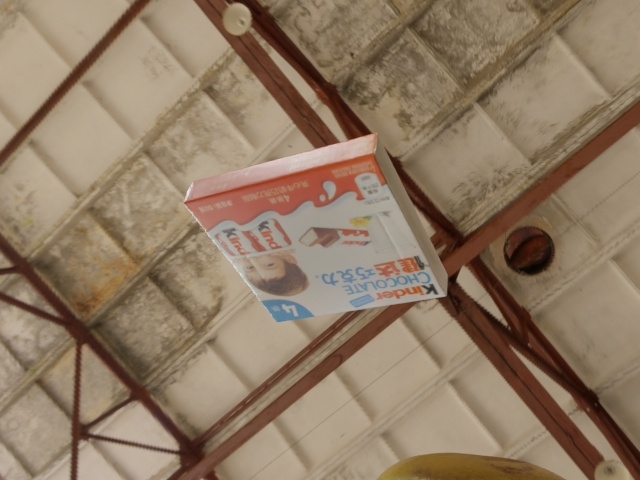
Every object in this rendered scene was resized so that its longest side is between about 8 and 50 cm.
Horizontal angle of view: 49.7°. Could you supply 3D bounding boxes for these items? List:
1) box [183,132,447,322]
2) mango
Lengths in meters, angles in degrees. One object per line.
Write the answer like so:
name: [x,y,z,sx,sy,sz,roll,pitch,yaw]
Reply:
box: [0.000,0.000,0.921,0.273,0.048,0.265,-13,-48,25]
mango: [0.240,0.423,1.013,0.377,0.264,0.221,21,-97,-15]
